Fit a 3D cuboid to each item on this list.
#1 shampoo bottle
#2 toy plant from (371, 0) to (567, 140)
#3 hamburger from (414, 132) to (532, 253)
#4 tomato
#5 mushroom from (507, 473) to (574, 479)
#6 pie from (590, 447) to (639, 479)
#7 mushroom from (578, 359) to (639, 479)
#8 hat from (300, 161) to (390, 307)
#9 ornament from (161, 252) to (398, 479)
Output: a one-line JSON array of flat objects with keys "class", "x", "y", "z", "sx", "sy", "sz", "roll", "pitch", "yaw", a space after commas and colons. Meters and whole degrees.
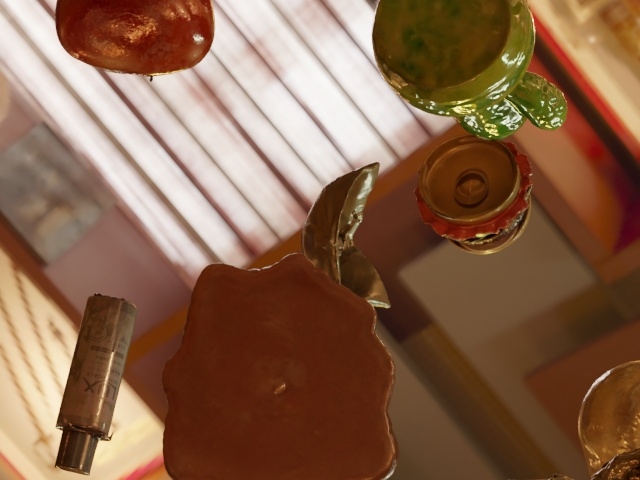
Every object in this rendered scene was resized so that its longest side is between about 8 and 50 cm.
[{"class": "shampoo bottle", "x": -0.273, "y": 0.174, "z": 1.676, "sx": 0.072, "sy": 0.072, "sz": 0.214, "roll": -24, "pitch": -129, "yaw": 58}, {"class": "toy plant", "x": 0.186, "y": -0.211, "z": 1.688, "sx": 0.184, "sy": 0.224, "sz": 0.316, "roll": -66, "pitch": 161, "yaw": -4}, {"class": "hamburger", "x": 0.223, "y": -0.060, "z": 1.972, "sx": 0.175, "sy": 0.175, "sz": 0.137, "roll": -41, "pitch": 146, "yaw": -4}, {"class": "tomato", "x": -0.194, "y": -0.264, "z": 1.488, "sx": 0.082, "sy": 0.174, "sz": 0.166, "roll": 111, "pitch": -11, "yaw": -62}, {"class": "mushroom", "x": 0.181, "y": 0.399, "z": 1.833, "sx": 0.351, "sy": 0.097, "sz": 0.109, "roll": -24, "pitch": -165, "yaw": 4}, {"class": "pie", "x": 0.404, "y": 0.330, "z": 1.711, "sx": 0.195, "sy": 0.195, "sz": 0.046, "roll": -39, "pitch": -155, "yaw": 4}, {"class": "mushroom", "x": 0.532, "y": 0.313, "z": 2.151, "sx": 0.234, "sy": 0.260, "sz": 0.254, "roll": 11, "pitch": -95, "yaw": 57}, {"class": "hat", "x": 0.000, "y": 0.000, "z": 1.614, "sx": 0.173, "sy": 0.166, "sz": 0.144, "roll": -7, "pitch": 175, "yaw": 44}, {"class": "ornament", "x": -0.040, "y": 0.145, "z": 1.265, "sx": 0.221, "sy": 0.235, "sz": 0.217, "roll": -46, "pitch": 174, "yaw": -8}]
